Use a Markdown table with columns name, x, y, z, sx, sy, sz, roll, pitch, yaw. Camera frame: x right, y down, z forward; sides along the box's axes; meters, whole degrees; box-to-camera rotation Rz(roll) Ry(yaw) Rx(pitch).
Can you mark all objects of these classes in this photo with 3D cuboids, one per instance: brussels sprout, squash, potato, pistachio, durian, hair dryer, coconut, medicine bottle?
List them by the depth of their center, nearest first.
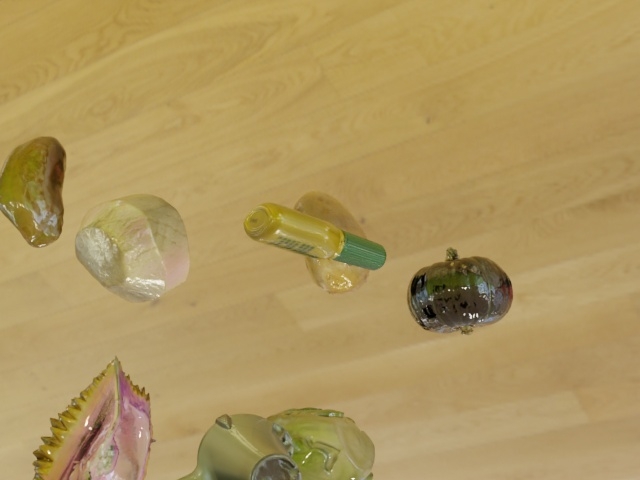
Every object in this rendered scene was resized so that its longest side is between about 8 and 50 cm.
| name | x | y | z | sx | sy | sz | roll | pitch | yaw |
| --- | --- | --- | --- | --- | --- | --- | --- | --- | --- |
| hair dryer | -0.099 | 0.212 | 0.833 | 0.219 | 0.225 | 0.088 | -29 | 89 | 54 |
| durian | -0.301 | 0.319 | 1.197 | 0.112 | 0.341 | 0.191 | 13 | 155 | 9 |
| pistachio | -0.449 | -0.075 | 1.545 | 0.100 | 0.189 | 0.110 | -20 | 153 | 40 |
| medicine bottle | 0.000 | 0.000 | 1.604 | 0.261 | 0.064 | 0.095 | 18 | 160 | -37 |
| squash | 0.255 | 0.100 | 1.837 | 0.193 | 0.155 | 0.193 | -14 | 149 | -9 |
| potato | 0.021 | 0.005 | 1.969 | 0.146 | 0.233 | 0.150 | 7 | 135 | -28 |
| coconut | -0.406 | 0.013 | 2.200 | 0.259 | 0.259 | 0.259 | 6 | 135 | 6 |
| brussels sprout | -0.022 | 0.534 | 2.358 | 0.289 | 0.281 | 0.355 | 29 | 137 | -27 |
